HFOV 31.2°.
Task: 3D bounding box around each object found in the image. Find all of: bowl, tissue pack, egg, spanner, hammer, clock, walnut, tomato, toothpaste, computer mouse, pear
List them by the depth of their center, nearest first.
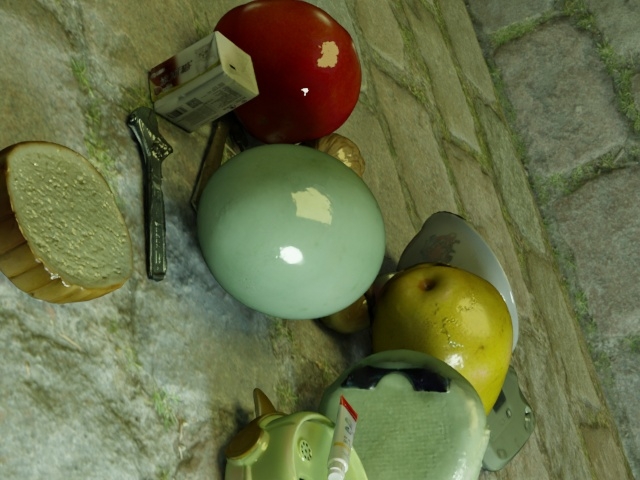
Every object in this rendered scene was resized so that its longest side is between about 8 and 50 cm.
[{"bbox_3d":[-0.022,0.386,1.685,0.286,0.117,0.349,36,36,-49],"label":"clock"},{"bbox_3d":[0.034,0.297,1.713,0.048,0.031,0.190,53,22,-17],"label":"toothpaste"},{"bbox_3d":[-0.259,-0.078,1.769,0.093,0.026,0.326,35,38,-47],"label":"spanner"},{"bbox_3d":[-0.044,-0.013,1.833,0.389,0.276,0.276,29,42,-62],"label":"egg"},{"bbox_3d":[-0.197,-0.266,1.926,0.106,0.148,0.099,29,42,-53],"label":"tissue pack"},{"bbox_3d":[-0.185,-0.143,1.985,0.125,0.027,0.297,47,28,-25],"label":"hammer"},{"bbox_3d":[-0.070,-0.303,2.105,0.299,0.298,0.226,49,49,-31],"label":"tomato"},{"bbox_3d":[0.225,0.205,2.162,0.285,0.284,0.337,-59,156,-63],"label":"pear"},{"bbox_3d":[0.014,-0.131,2.225,0.184,0.155,0.155,9,57,-79],"label":"walnut"},{"bbox_3d":[0.249,0.125,2.394,0.157,0.345,0.346,-25,89,-22],"label":"bowl"},{"bbox_3d":[0.386,0.394,2.563,0.331,0.095,0.197,-25,88,-58],"label":"computer mouse"}]

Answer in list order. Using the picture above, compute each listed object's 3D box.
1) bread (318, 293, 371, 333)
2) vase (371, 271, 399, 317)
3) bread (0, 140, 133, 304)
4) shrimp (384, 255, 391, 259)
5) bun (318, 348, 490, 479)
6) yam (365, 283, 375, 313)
[{"bbox_3d":[0.035,0.118,2.106,0.083,0.094,0.157,25,-18,42],"label":"bread"},{"bbox_3d":[0.149,0.175,2.306,0.086,0.086,0.214,6,66,-63],"label":"vase"},{"bbox_3d":[-0.343,-0.022,1.482,0.236,0.070,0.236,45,31,-37],"label":"bread"},{"bbox_3d":[0.004,-0.007,2.133,0.343,0.116,0.145,27,43,-45],"label":"shrimp"},{"bbox_3d":[0.145,0.328,1.901,0.187,0.293,0.293,23,46,-64],"label":"bun"},{"bbox_3d":[0.067,0.047,2.110,0.264,0.046,0.046,75,9,-48],"label":"yam"}]
